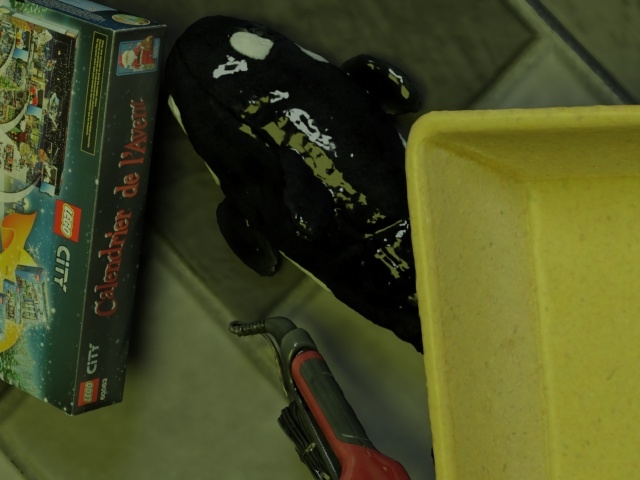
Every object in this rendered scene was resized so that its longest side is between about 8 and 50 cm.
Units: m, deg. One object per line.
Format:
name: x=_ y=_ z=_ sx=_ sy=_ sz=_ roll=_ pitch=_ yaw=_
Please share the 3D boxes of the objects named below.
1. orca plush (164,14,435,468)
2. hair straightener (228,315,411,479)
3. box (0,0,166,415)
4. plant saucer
orca plush: x=0.000 y=0.000 z=1.069 sx=0.151 sy=0.102 sz=0.287 roll=-27 pitch=91 yaw=28
hair straightener: x=0.008 y=0.135 z=1.087 sx=0.230 sy=0.047 sz=0.089 roll=54 pitch=152 yaw=30
box: x=-0.174 y=-0.032 z=1.152 sx=0.159 sy=0.044 sz=0.233 roll=22 pitch=112 yaw=35
plant saucer: x=0.224 y=0.085 z=0.999 sx=0.332 sy=0.081 sz=0.333 roll=0 pitch=103 yaw=25
